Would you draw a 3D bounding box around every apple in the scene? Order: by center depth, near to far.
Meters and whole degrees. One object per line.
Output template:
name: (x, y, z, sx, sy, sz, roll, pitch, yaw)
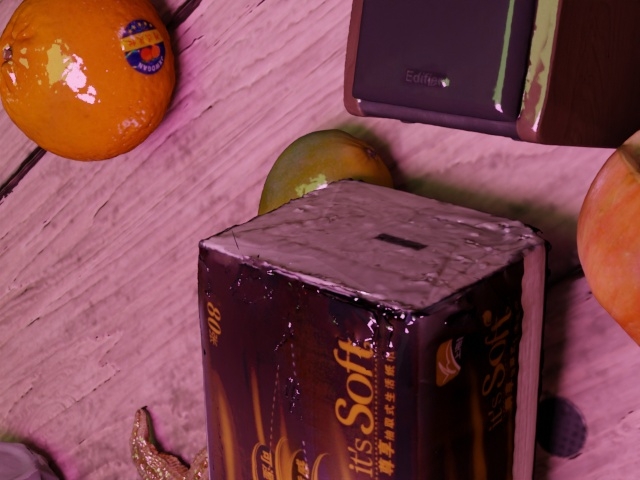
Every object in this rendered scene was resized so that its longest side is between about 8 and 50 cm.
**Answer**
apple: (0.253, -0.007, 0.707, 0.199, 0.199, 0.199, 8, 102, 40)

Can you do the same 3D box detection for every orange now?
orange: (-0.223, -0.164, 1.111, 0.178, 0.155, 0.177, 17, 120, 33)

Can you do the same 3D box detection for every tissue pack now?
tissue pack: (0.045, 0.153, 0.862, 0.210, 0.198, 0.369, 18, 119, 41)

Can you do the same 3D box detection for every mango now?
mango: (0.003, -0.001, 0.984, 0.122, 0.085, 0.191, 18, 117, 18)

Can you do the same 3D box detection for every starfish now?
starfish: (-0.115, 0.276, 1.161, 0.236, 0.062, 0.277, -39, 67, 33)

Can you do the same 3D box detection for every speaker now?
speaker: (0.134, -0.184, 0.770, 0.153, 0.193, 0.230, 14, 102, 39)

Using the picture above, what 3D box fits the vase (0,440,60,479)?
vase: (-0.380, 0.416, 1.350, 0.165, 0.165, 0.360, 20, 115, 38)
